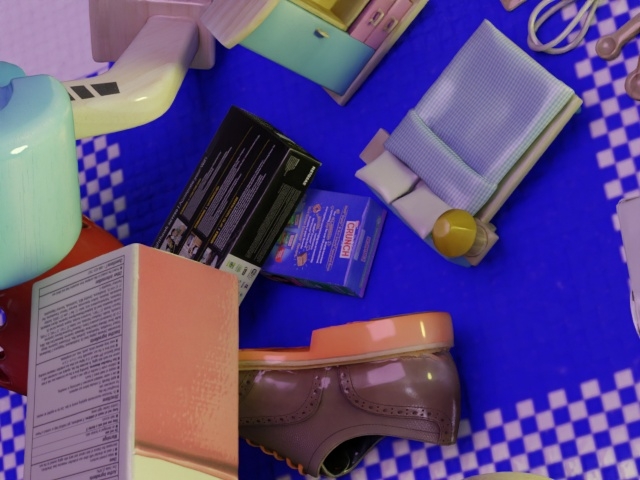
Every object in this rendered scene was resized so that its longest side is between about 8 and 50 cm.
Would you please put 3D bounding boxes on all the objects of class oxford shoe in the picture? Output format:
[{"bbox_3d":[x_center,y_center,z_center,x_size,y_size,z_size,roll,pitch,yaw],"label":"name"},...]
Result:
[{"bbox_3d":[-0.039,0.159,1.607,0.364,0.130,0.132,-14,82,33],"label":"oxford shoe"}]

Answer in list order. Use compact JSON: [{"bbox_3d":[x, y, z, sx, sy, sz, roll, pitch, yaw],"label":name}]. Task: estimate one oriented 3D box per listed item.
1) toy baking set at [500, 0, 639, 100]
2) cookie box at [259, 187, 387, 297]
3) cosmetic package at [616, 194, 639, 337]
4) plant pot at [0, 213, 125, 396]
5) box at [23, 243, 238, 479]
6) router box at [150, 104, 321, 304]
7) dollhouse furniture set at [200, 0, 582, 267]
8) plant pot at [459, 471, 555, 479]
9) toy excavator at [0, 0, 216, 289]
[{"bbox_3d":[0.286,-0.239,1.607,0.256,0.030,0.197,31,91,33],"label":"toy baking set"},{"bbox_3d":[0.000,0.000,1.683,0.107,0.040,0.092,10,78,33],"label":"cookie box"},{"bbox_3d":[0.423,0.017,1.309,0.365,0.155,0.197,-20,71,41],"label":"cosmetic package"},{"bbox_3d":[-0.250,0.070,1.718,0.174,0.191,0.191,24,86,28],"label":"plant pot"},{"bbox_3d":[-0.162,0.140,1.517,0.148,0.127,0.232,-19,63,40],"label":"box"},{"bbox_3d":[-0.087,-0.029,1.706,0.179,0.046,0.133,-59,36,7],"label":"router box"},{"bbox_3d":[0.098,-0.175,1.575,0.286,0.198,0.303,-51,56,13],"label":"dollhouse furniture set"},{"bbox_3d":[0.150,0.333,1.388,0.256,0.256,0.274,-19,49,23],"label":"plant pot"},{"bbox_3d":[-0.281,-0.098,1.638,0.445,0.222,0.433,-7,35,-14],"label":"toy excavator"}]
